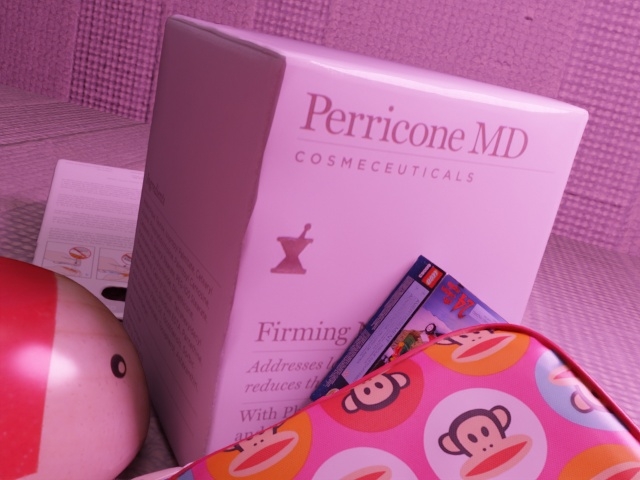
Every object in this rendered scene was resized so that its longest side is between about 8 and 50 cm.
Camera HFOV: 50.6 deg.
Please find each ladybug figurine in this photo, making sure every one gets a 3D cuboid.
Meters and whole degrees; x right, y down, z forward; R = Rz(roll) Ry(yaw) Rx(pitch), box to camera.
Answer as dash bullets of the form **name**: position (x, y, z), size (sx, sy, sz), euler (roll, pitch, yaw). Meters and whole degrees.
- **ladybug figurine**: position (-0.356, 0.101, 0.534), size (0.449, 0.162, 0.305), euler (4, 19, -27)

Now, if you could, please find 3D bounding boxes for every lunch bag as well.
- **lunch bag**: position (0.054, 0.192, 0.329), size (0.293, 0.120, 0.258), euler (-25, 37, -8)

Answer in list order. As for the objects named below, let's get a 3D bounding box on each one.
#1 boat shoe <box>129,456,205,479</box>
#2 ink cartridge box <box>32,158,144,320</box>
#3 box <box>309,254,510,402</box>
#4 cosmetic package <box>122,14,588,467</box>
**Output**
- **boat shoe**: position (-0.074, 0.201, 0.518), size (0.094, 0.109, 0.302), euler (-2, -7, 42)
- **ink cartridge box**: position (-0.273, 0.022, 1.052), size (0.308, 0.091, 0.385), euler (8, 34, -18)
- **box**: position (0.124, 0.139, 0.628), size (0.233, 0.159, 0.044), euler (36, 2, -32)
- **cosmetic package**: position (0.000, 0.000, 0.729), size (0.329, 0.394, 0.327), euler (3, 20, -28)
